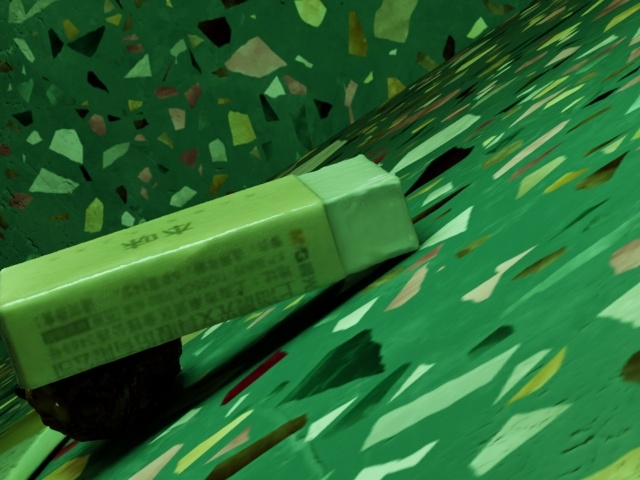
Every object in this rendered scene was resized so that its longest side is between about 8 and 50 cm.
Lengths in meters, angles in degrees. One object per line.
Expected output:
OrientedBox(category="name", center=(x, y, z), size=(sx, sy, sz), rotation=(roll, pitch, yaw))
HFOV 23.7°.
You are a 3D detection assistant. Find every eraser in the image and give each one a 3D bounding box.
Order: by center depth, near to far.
OrientedBox(category="eraser", center=(-0.099, 0.020, 1.272), size=(0.343, 0.078, 0.144), rotation=(-19, 14, -8))

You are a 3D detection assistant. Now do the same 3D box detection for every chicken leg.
OrientedBox(category="chicken leg", center=(-0.209, 0.109, 1.424), size=(0.158, 0.096, 0.407), rotation=(-19, 14, -16))

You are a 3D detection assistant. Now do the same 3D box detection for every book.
OrientedBox(category="book", center=(-0.370, 0.265, 1.524), size=(0.269, 0.032, 0.389), rotation=(-33, 7, 13))

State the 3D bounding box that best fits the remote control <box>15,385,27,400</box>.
OrientedBox(category="remote control", center=(-0.194, 0.078, 1.865), size=(0.399, 0.062, 0.144), rotation=(-35, 5, 11))
